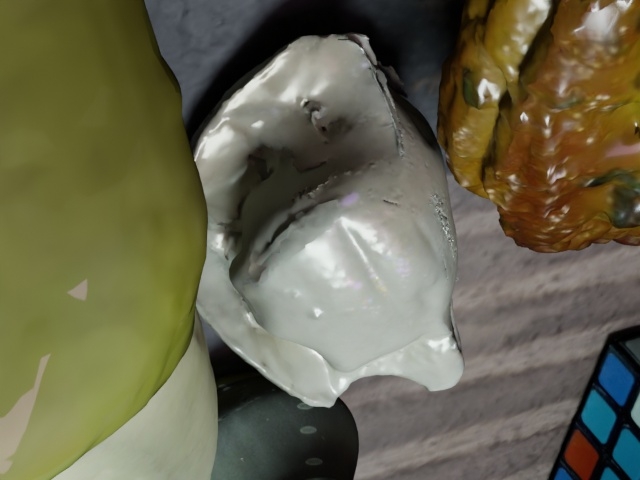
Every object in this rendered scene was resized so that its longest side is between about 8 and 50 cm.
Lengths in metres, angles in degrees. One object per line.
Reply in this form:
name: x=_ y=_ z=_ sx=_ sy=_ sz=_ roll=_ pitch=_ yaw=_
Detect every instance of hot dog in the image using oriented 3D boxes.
hot dog: x=0.191 y=-0.075 z=0.877 sx=0.267 sy=0.174 sz=0.387 roll=8 pitch=158 yaw=8

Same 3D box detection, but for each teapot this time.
teapot: x=-0.043 y=0.139 z=1.017 sx=0.165 sy=0.119 sz=0.130 roll=-7 pitch=132 yaw=-35

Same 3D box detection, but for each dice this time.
dice: x=-0.187 y=-0.032 z=0.562 sx=0.226 sy=0.238 sz=0.233 roll=-26 pitch=105 yaw=-20

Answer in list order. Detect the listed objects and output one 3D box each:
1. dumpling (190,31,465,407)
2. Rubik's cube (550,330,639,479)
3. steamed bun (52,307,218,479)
dumpling: x=0.000 y=0.000 z=0.924 sx=0.136 sy=0.118 sz=0.199 roll=-22 pitch=114 yaw=1
Rubik's cube: x=0.273 y=0.166 z=1.261 sx=0.184 sy=0.182 sz=0.187 roll=-10 pitch=133 yaw=-34
steamed bun: x=-0.143 y=0.044 z=0.826 sx=0.200 sy=0.170 sz=0.225 roll=-1 pitch=156 yaw=2
